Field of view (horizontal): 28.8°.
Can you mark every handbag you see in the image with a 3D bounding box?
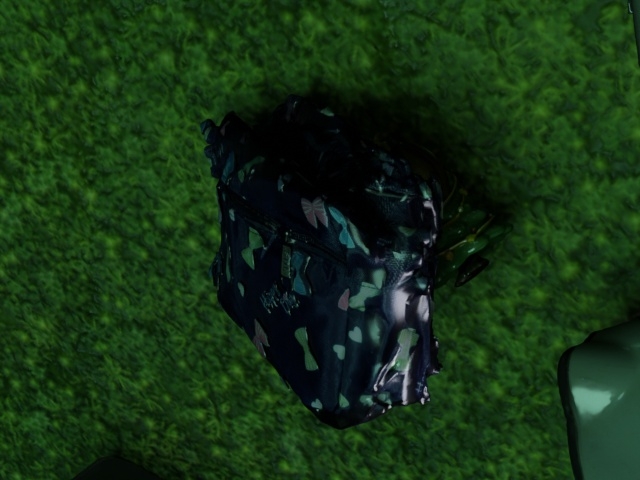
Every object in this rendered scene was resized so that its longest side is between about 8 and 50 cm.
[{"bbox_3d":[0.000,0.000,0.808,0.260,0.113,0.162,-139,41,-59],"label":"handbag"}]

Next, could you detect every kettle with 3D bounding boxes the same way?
[{"bbox_3d":[0.287,0.127,0.764,0.236,0.161,0.221,-9,141,33],"label":"kettle"}]

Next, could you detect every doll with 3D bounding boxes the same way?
[{"bbox_3d":[0.084,-0.025,0.845,0.078,0.077,0.113,120,132,-63],"label":"doll"}]

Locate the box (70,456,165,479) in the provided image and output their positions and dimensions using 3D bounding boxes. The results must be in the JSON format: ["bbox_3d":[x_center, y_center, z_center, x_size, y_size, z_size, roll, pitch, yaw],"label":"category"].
[{"bbox_3d":[-0.189,0.294,1.041,0.163,0.243,0.135,23,111,16],"label":"box"}]

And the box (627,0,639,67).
[{"bbox_3d":[0.243,-0.147,0.669,0.172,0.093,0.124,-2,114,28],"label":"box"}]
